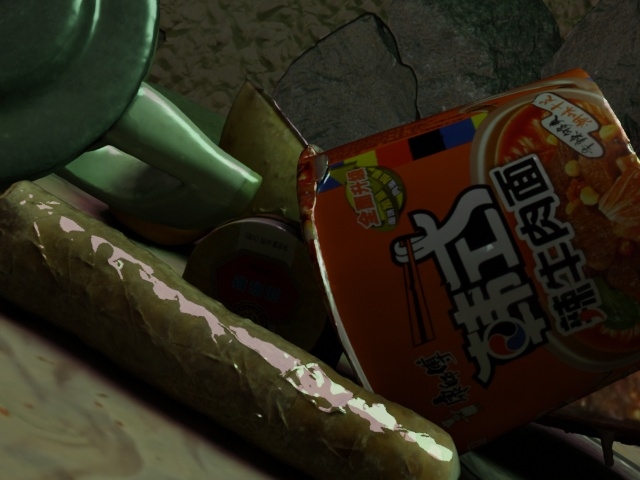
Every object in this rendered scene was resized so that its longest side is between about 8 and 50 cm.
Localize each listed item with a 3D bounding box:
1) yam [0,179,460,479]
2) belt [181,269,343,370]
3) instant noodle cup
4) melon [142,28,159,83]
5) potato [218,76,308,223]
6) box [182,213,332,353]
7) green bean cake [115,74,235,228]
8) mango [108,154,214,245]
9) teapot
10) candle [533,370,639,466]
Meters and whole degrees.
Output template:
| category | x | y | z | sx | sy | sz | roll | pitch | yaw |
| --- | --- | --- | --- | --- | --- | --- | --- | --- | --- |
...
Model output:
| category | x | y | z | sx | sy | sz | roll | pitch | yaw |
| --- | --- | --- | --- | --- | --- | --- | --- | --- | --- |
| yam | -0.059 | 0.064 | 0.438 | 0.299 | 0.066 | 0.066 | 31 | 7 | 5 |
| belt | -0.041 | 0.053 | 0.620 | 0.140 | 0.058 | 0.105 | 32 | 12 | 0 |
| instant noodle cup | 0.121 | 0.009 | 0.551 | 0.250 | 0.192 | 0.250 | 59 | 16 | -27 |
| melon | -0.296 | -0.231 | 0.800 | 0.268 | 0.268 | 0.330 | 31 | -18 | 22 |
| potato | -0.021 | -0.013 | 0.817 | 0.299 | 0.116 | 0.239 | 55 | 3 | 14 |
| box | -0.039 | 0.034 | 0.541 | 0.105 | 0.106 | 0.037 | 29 | 17 | 9 |
| green bean cake | -0.171 | -0.109 | 1.025 | 0.222 | 0.125 | 0.227 | 28 | 8 | -22 |
| mango | -0.147 | -0.043 | 0.793 | 0.115 | 0.089 | 0.165 | 20 | 2 | 7 |
| teapot | -0.214 | -0.137 | 0.564 | 0.321 | 0.240 | 0.239 | 5 | -6 | -25 |
| candle | 0.272 | 0.136 | 0.720 | 0.316 | 0.132 | 0.287 | 19 | -15 | -33 |
